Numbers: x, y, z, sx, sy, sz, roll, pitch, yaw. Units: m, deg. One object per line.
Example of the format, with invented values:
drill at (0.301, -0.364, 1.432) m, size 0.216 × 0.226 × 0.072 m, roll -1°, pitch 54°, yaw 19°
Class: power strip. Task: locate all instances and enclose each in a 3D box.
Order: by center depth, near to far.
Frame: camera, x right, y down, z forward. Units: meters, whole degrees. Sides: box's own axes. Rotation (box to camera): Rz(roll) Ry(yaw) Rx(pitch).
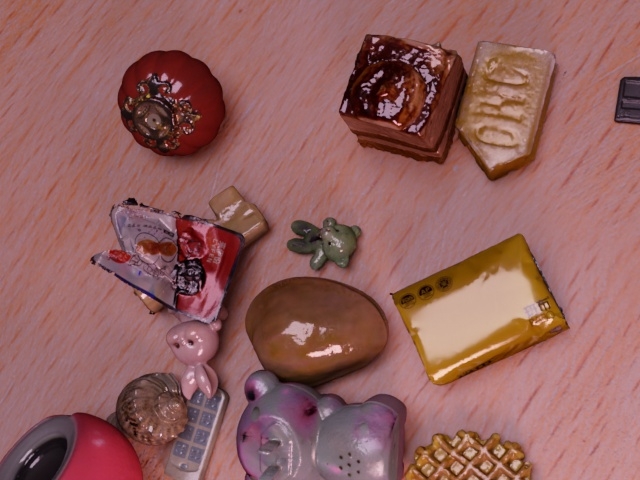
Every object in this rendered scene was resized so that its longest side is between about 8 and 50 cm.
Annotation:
power strip at (-0.245, 0.387, 1.999) m, size 0.080 × 0.029 × 0.226 m, roll 14°, pitch 80°, yaw 19°

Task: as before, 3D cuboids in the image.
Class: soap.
soap at (0.352, -0.246, 1.966) m, size 0.160 × 0.080 × 0.257 m, roll 12°, pitch 79°, yaw 19°

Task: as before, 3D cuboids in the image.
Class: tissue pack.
tissue pack at (0.291, 0.129, 1.858) m, size 0.271 × 0.134 × 0.192 m, roll -27°, pitch 71°, yaw 8°

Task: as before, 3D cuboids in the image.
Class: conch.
conch at (-0.341, 0.333, 2.005) m, size 0.207 × 0.130 × 0.155 m, roll -23°, pitch 24°, yaw 41°

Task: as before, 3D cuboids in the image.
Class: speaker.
speaker at (-0.487, 0.469, 1.918) m, size 0.294 × 0.294 × 0.294 m, roll -4°, pitch 75°, yaw 15°

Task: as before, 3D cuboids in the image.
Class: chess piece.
chess piece at (-0.252, 0.014, 2.058) m, size 0.301 × 0.137 × 0.137 m, roll -33°, pitch 70°, yaw 0°

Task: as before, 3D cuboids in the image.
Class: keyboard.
keyboard at (0.644, -0.259, 1.915) m, size 0.381 × 0.041 × 0.103 m, roll 10°, pitch 78°, yaw 12°

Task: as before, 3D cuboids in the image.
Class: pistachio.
pistachio at (-0.007, 0.164, 1.922) m, size 0.261 × 0.163 × 0.212 m, roll -20°, pitch 105°, yaw 8°

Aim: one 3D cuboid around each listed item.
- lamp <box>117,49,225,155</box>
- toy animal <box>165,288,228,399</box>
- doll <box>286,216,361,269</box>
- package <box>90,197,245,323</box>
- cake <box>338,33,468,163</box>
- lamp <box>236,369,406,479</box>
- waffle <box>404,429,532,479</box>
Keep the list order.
lamp at (-0.305, -0.285, 2.104) m, size 0.227 × 0.227 × 0.226 m, roll -4°, pitch 75°, yaw 15°
toy animal at (-0.246, 0.200, 1.988) m, size 0.124 × 0.124 × 0.212 m, roll -9°, pitch 60°, yaw 14°
doll at (0.000, 0.000, 2.012) m, size 0.150 × 0.077 × 0.115 m, roll 7°, pitch 67°, yaw 29°
package at (-0.299, 0.032, 1.975) m, size 0.270 × 0.071 × 0.194 m, roll 20°, pitch 82°, yaw -8°
cake at (0.152, -0.280, 1.921) m, size 0.196 × 0.293 × 0.198 m, roll 18°, pitch 86°, yaw 19°
lamp at (-0.012, 0.373, 1.827) m, size 0.301 × 0.247 × 0.247 m, roll 5°, pitch 103°, yaw 17°
waffle at (0.270, 0.466, 1.812) m, size 0.249 × 0.056 × 0.253 m, roll 5°, pitch 73°, yaw 16°
